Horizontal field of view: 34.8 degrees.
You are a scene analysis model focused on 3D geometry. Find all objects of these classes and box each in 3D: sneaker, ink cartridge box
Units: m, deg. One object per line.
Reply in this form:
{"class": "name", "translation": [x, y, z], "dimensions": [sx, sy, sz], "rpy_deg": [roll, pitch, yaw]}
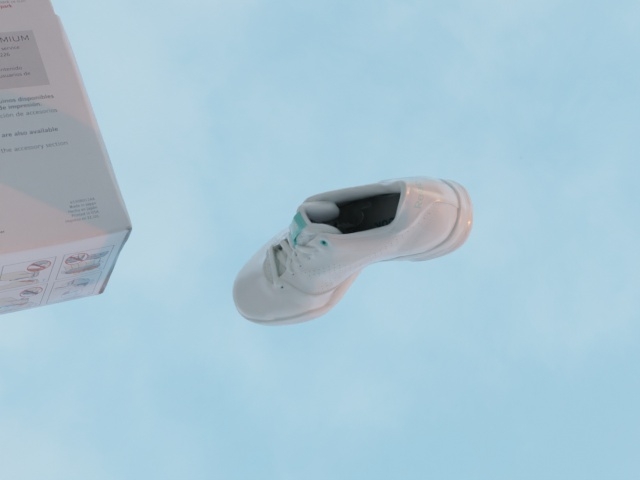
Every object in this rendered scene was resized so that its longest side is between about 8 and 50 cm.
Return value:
{"class": "sneaker", "translation": [0.000, 0.000, 0.743], "dimensions": [0.212, 0.094, 0.080], "rpy_deg": [-27, -115, 31]}
{"class": "ink cartridge box", "translation": [-0.338, -0.073, 0.782], "dimensions": [0.309, 0.130, 0.272], "rpy_deg": [-10, -112, -28]}
